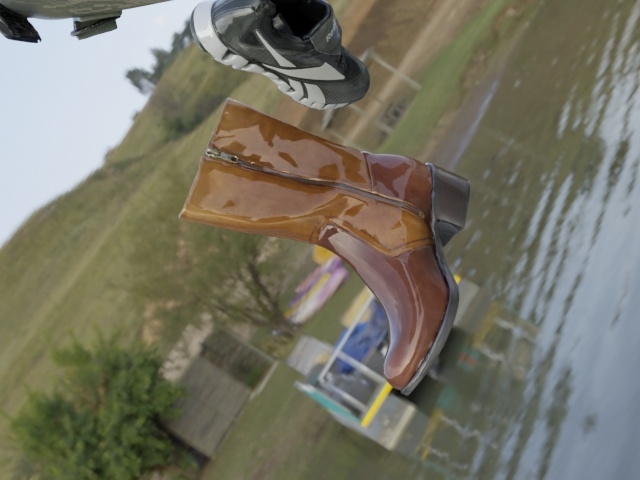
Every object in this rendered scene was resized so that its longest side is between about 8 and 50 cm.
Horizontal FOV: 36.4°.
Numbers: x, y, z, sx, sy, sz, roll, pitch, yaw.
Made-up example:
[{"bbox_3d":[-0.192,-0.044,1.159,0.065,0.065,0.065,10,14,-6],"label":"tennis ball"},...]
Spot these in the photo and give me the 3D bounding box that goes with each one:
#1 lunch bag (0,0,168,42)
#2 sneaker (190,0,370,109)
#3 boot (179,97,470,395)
[{"bbox_3d":[-0.137,-0.278,0.553,0.256,0.213,0.305,-163,65,-70],"label":"lunch bag"},{"bbox_3d":[-0.011,-0.196,0.979,0.106,0.234,0.078,-21,65,38],"label":"sneaker"},{"bbox_3d":[0.000,0.000,0.966,0.096,0.281,0.264,125,160,-65],"label":"boot"}]
